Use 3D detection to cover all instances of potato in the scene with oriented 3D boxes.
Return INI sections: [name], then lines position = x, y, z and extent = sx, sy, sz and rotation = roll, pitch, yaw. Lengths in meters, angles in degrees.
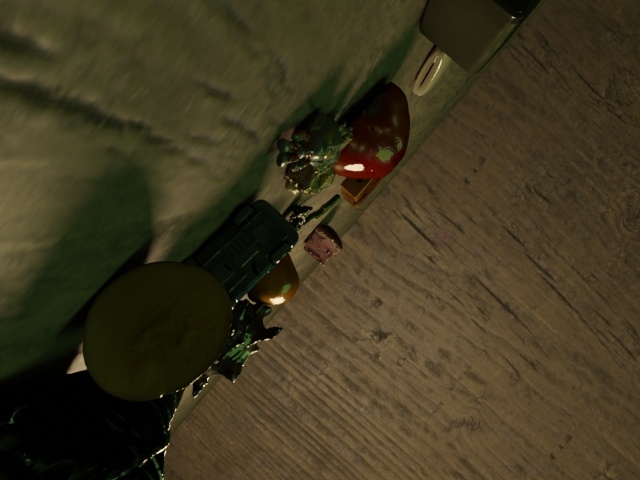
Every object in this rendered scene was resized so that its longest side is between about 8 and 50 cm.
[potato]
position = -0.227, 0.116, 0.962
extent = 0.203, 0.178, 0.158
rotation = -55, -172, -3

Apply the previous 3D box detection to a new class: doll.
[doll]
position = -0.015, -0.163, 1.128
extent = 0.180, 0.079, 0.093
rotation = -33, 132, -51

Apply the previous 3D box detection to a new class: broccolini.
[broccolini]
position = -0.021, -0.079, 1.690
extent = 0.123, 0.062, 0.271
rotation = -33, -179, 44

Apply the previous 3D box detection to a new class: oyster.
[oyster]
position = -0.003, -0.146, 1.281
extent = 0.191, 0.081, 0.163
rotation = -26, -158, 53

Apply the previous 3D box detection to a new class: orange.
[orange]
position = -0.122, 0.080, 1.566
extent = 0.134, 0.154, 0.154
rotation = -30, 173, -5

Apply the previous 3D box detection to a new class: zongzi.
[zongzi]
position = -0.308, 0.351, 0.954
extent = 0.319, 0.362, 0.383
rotation = -30, 176, -2

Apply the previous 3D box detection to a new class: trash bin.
[trash bin]
position = 0.283, -0.416, 1.181
extent = 0.122, 0.164, 0.240
rotation = -47, 175, -11

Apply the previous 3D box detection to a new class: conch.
[conch]
position = -0.221, 0.232, 1.573
extent = 0.313, 0.186, 0.241
rotation = -43, 171, 39

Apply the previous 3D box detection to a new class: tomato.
[tomato]
position = 0.117, -0.212, 1.436
extent = 0.233, 0.140, 0.200
rotation = -47, -179, -17

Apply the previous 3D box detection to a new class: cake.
[cake]
position = 0.000, 0.000, 2.401
extent = 0.116, 0.113, 0.295
rotation = -47, -172, 4

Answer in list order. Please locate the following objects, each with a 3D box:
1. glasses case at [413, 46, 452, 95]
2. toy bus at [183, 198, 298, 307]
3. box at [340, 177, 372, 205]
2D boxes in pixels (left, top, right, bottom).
[glasses case]
position = 0.287, -0.433, 1.674
extent = 0.081, 0.051, 0.204
rotation = -47, 174, -26
[toy bus]
position = -0.159, 0.047, 1.209
extent = 0.246, 0.113, 0.134
rotation = -45, 178, -15
[box]
position = 0.139, -0.191, 2.141
extent = 0.152, 0.070, 0.237
rotation = -49, 176, -1
